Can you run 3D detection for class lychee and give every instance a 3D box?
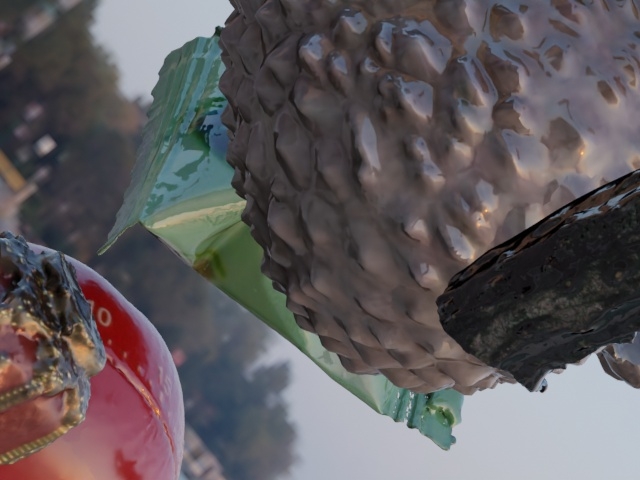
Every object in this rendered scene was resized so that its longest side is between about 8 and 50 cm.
[{"bbox_3d":[0.109,-0.081,1.300,0.432,0.380,0.380,58,-7,-2],"label":"lychee"}]

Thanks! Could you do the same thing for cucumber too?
[{"bbox_3d":[0.178,-0.010,0.819,0.081,0.303,0.072,34,47,-28],"label":"cucumber"}]

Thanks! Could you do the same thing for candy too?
[{"bbox_3d":[-0.004,0.003,1.776,0.398,0.263,0.172,40,-41,-21],"label":"candy"}]

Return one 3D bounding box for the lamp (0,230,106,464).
[{"bbox_3d":[-0.299,0.103,1.401,0.177,0.274,0.177,155,-90,-86],"label":"lamp"}]

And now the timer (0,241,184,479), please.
[{"bbox_3d":[-0.316,0.186,1.725,0.378,0.378,0.279,56,27,-32],"label":"timer"}]
